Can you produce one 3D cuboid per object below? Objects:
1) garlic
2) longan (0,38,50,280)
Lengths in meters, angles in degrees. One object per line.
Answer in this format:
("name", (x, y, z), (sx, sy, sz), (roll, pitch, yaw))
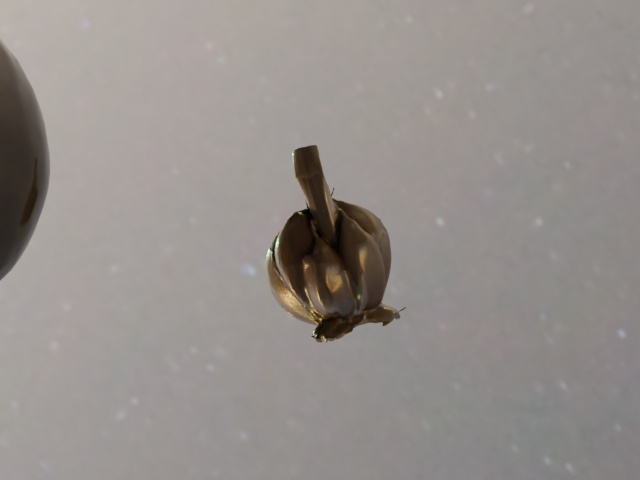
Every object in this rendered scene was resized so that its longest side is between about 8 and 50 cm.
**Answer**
("garlic", (0.000, 0.000, 1.944), (0.131, 0.194, 0.127), (-23, -165, -2))
("longan", (-0.372, -0.081, 1.675), (0.297, 0.297, 0.297), (-24, -140, 21))
